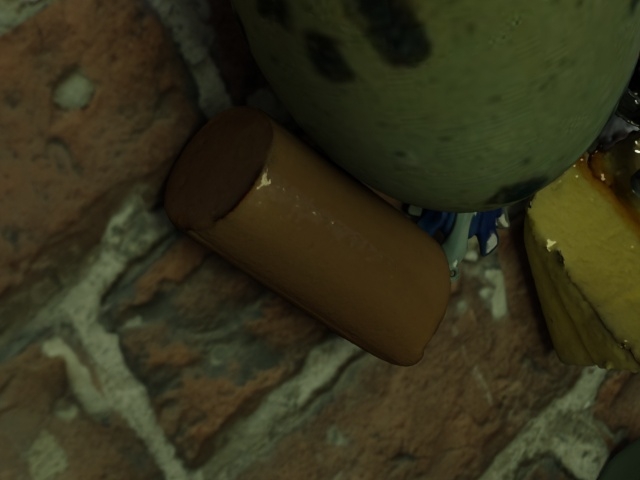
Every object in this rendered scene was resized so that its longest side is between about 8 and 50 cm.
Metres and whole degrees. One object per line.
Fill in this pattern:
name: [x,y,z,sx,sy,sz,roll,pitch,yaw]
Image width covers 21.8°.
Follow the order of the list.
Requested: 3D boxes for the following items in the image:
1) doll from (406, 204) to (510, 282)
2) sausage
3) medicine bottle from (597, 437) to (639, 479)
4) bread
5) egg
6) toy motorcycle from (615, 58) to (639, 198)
doll: [0.131,-0.058,1.518,0.096,0.070,0.195,8,84,-5]
sausage: [0.000,0.000,1.392,0.253,0.123,0.123,36,72,-33]
medicine bottle: [0.374,0.284,1.665,0.168,0.135,0.135,41,70,-31]
bread: [0.315,-0.005,1.603,0.240,0.135,0.178,-32,111,-32]
egg: [0.098,-0.225,1.313,0.345,0.345,0.428,-32,114,-30]
toy motorcycle: [0.395,-0.083,1.609,0.173,0.108,0.307,-26,73,-42]
